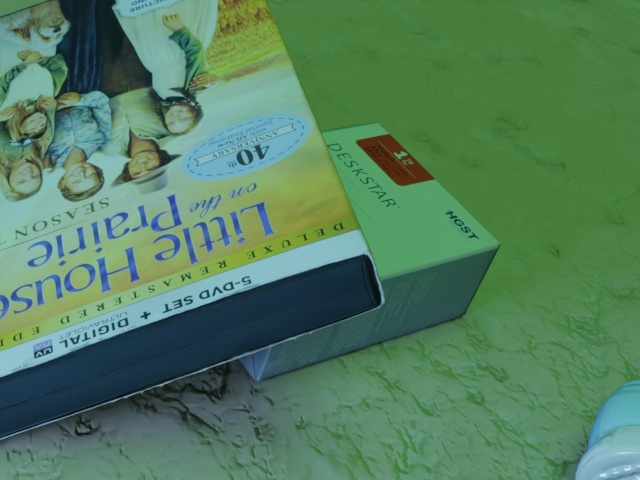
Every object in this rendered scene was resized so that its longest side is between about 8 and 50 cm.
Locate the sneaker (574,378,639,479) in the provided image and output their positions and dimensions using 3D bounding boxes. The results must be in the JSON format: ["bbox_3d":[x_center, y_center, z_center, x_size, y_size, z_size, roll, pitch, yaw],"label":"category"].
[{"bbox_3d":[0.377,0.198,0.920,0.366,0.135,0.150,26,38,4],"label":"sneaker"}]

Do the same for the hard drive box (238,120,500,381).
[{"bbox_3d":[0.000,0.000,1.025,0.232,0.089,0.181,-14,49,-39],"label":"hard drive box"}]

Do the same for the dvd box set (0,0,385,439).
[{"bbox_3d":[-0.155,-0.062,0.935,0.307,0.062,0.420,-19,44,-1],"label":"dvd box set"}]
